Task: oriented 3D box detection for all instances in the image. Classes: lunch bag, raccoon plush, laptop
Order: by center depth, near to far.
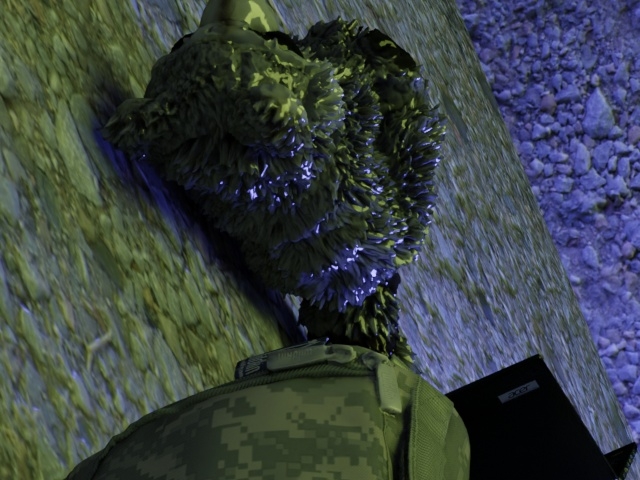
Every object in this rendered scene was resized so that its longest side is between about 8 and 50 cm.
[{"bbox_3d":[-0.033,0.214,0.892,0.212,0.256,0.305,39,25,-24],"label":"lunch bag"},{"bbox_3d":[0.000,0.000,1.611,0.446,0.216,0.299,63,22,-6],"label":"raccoon plush"},{"bbox_3d":[0.122,0.183,1.635,0.136,0.234,0.264,66,15,1],"label":"laptop"}]
